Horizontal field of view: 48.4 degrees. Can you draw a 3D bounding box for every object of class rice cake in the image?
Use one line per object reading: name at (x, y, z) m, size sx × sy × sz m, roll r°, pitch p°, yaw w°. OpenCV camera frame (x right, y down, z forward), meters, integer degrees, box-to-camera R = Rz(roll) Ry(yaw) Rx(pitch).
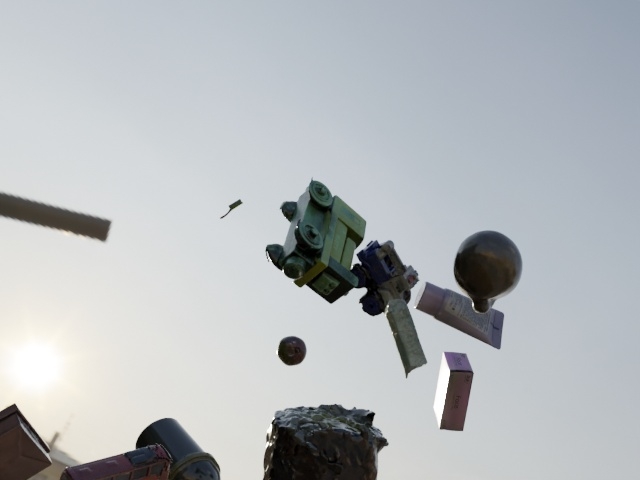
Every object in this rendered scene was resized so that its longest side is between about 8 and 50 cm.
rice cake at (0.223, 0.251, 1.872) m, size 0.063 × 0.207 × 0.069 m, roll -13°, pitch -22°, yaw -13°

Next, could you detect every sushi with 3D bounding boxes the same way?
sushi at (0.000, 0.554, 1.698) m, size 0.299 × 0.295 × 0.281 m, roll 8°, pitch 2°, yaw -25°

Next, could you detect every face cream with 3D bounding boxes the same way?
face cream at (0.419, 0.215, 2.120) m, size 0.273 × 0.154 × 0.096 m, roll 24°, pitch -50°, yaw 0°

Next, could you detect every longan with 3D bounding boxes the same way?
longan at (0.408, 0.078, 1.738) m, size 0.184 × 0.205 × 0.159 m, roll 18°, pitch -10°, yaw -39°

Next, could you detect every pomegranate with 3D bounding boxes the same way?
pomegranate at (-0.119, 0.464, 3.000) m, size 0.129 × 0.130 × 0.159 m, roll 19°, pitch -2°, yaw 3°

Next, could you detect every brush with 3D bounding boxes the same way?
brush at (-0.266, -0.093, 2.092) m, size 0.021 × 0.083 × 0.019 m, roll 53°, pitch 2°, yaw -1°

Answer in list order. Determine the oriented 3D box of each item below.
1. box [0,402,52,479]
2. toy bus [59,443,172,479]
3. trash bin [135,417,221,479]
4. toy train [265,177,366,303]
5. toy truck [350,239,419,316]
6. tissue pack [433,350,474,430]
box at (-0.863, 0.579, 1.911) m, size 0.086 × 0.215 × 0.215 m, roll 43°, pitch -25°, yaw 44°
toy bus at (-0.404, 0.474, 1.417) m, size 0.073 × 0.234 × 0.097 m, roll 35°, pitch -66°, yaw 37°
trash bin at (-0.458, 0.750, 2.337) m, size 0.334 × 0.214 × 0.214 m, roll 40°, pitch -18°, yaw 41°
toy train at (0.000, 0.000, 2.035) m, size 0.253 × 0.397 × 0.160 m, roll 40°, pitch -56°, yaw -19°
toy truck at (0.194, 0.103, 2.078) m, size 0.176 × 0.161 × 0.213 m, roll -24°, pitch -81°, yaw 37°
tissue pack at (0.478, 0.539, 2.564) m, size 0.092 × 0.148 × 0.247 m, roll 4°, pitch -69°, yaw -2°
